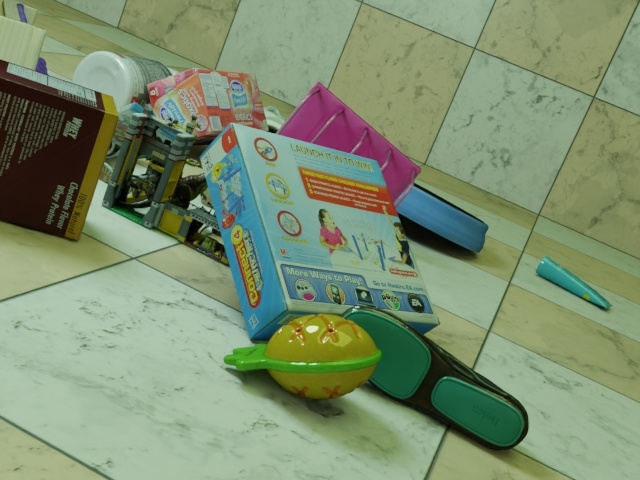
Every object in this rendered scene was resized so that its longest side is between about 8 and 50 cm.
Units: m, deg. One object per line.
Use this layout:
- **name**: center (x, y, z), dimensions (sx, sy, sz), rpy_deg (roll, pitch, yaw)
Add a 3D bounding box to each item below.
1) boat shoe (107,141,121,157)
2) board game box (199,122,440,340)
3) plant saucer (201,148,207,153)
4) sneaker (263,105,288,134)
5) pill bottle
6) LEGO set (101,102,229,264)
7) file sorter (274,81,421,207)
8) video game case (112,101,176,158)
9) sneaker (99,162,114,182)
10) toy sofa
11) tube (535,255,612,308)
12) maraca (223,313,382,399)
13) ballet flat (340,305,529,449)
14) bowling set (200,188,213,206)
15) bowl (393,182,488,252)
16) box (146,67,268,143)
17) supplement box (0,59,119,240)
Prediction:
- **boat shoe**: center (-0.415, -0.199, 1.714), dimensions (0.088, 0.096, 0.267), rpy_deg (36, 20, 31)
- **board game box**: center (0.000, 0.000, 1.308), dimensions (0.308, 0.086, 0.302), rpy_deg (10, 51, -42)
- **plant saucer**: center (-0.061, -0.155, 2.131), dimensions (0.332, 0.081, 0.332), rpy_deg (6, 21, -47)
- **sneaker**: center (-0.065, -0.256, 2.483), dimensions (0.330, 0.123, 0.146), rpy_deg (21, 32, -11)
- **pill bottle**: center (-0.437, -0.352, 2.113), dimensions (0.161, 0.161, 0.283), rpy_deg (27, 14, 19)
- **LEGO set**: center (-0.190, -0.106, 1.499), dimensions (0.331, 0.192, 0.255), rpy_deg (28, 15, 21)
- **file sorter**: center (0.032, -0.148, 1.841), dimensions (0.290, 0.202, 0.182), rpy_deg (40, 16, -4)
- **video game case**: center (-0.331, -0.195, 1.611), dimensions (0.119, 0.015, 0.166), rpy_deg (36, -27, -32)
- **sneaker**: center (-0.390, -0.129, 1.611), dimensions (0.083, 0.032, 0.037), rpy_deg (31, 16, 29)
- **toy sofa**: center (-0.722, -0.476, 2.160), dimensions (0.177, 0.150, 0.362), rpy_deg (15, 16, -25)
- **tube**: center (0.659, 0.115, 2.315), dimensions (0.207, 0.052, 0.080), rpy_deg (34, 22, 23)
- **maraca**: center (-0.020, 0.137, 1.060), dimensions (0.185, 0.099, 0.127), rpy_deg (-1, 2, 10)
- **ballet flat**: center (0.143, 0.181, 1.175), dimensions (0.280, 0.095, 0.096), rpy_deg (35, 6, 8)
- **bowling set**: center (-0.070, -0.090, 1.709), dimensions (0.287, 0.154, 0.199), rpy_deg (31, 16, 29)
- **bowl**: center (0.253, -0.095, 2.284), dimensions (0.391, 0.077, 0.391), rpy_deg (28, 7, -4)
- **box**: center (-0.260, -0.312, 2.117), dimensions (0.142, 0.154, 0.300), rpy_deg (-12, 4, 23)
- **supplement box**: center (-0.406, -0.130, 1.252), dimensions (0.194, 0.191, 0.129), rpy_deg (16, 15, -21)
